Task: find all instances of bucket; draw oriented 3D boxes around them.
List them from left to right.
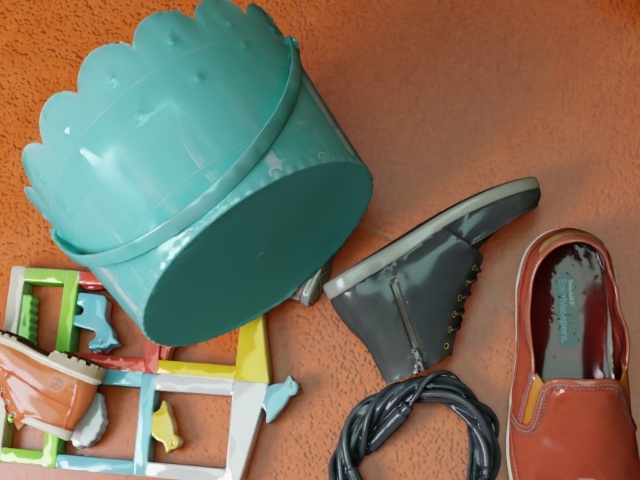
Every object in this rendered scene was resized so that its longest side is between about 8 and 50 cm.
[{"bbox_3d":[-0.101,-0.052,1.163,0.281,0.281,0.183,-38,68,-1],"label":"bucket"}]

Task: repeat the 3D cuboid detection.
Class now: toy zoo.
[{"bbox_3d":[-0.163,0.128,1.266,0.293,0.030,0.192,3,79,8],"label":"toy zoo"}]

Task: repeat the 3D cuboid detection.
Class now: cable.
[{"bbox_3d":[0.084,0.206,1.215,0.150,0.047,0.185,13,83,15],"label":"cable"}]

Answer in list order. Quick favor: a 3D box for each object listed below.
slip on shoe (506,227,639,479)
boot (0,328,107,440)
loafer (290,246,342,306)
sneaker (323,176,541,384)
[{"bbox_3d":[0.225,0.147,1.175,0.123,0.101,0.331,-2,80,6],"label":"slip on shoe"},{"bbox_3d":[-0.287,0.129,1.240,0.157,0.059,0.085,21,87,11],"label":"boot"},{"bbox_3d":[0.000,0.000,1.265,0.039,0.045,0.125,24,86,18],"label":"loafer"},{"bbox_3d":[0.125,0.035,1.232,0.222,0.083,0.118,-31,90,-1],"label":"sneaker"}]
